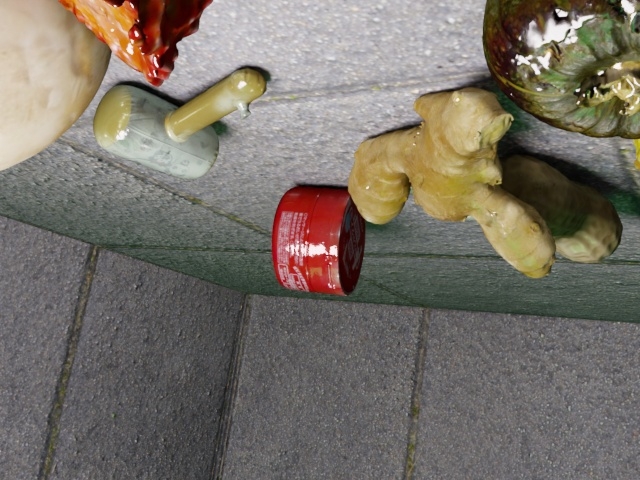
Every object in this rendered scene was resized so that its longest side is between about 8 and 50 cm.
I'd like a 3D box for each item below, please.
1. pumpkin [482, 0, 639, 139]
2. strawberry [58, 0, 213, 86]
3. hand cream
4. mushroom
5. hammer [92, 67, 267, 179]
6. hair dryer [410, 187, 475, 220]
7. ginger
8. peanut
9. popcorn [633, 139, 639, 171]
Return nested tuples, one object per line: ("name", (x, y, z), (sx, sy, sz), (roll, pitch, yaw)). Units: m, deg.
("pumpkin", (0.254, -0.172, 0.550), (0.237, 0.159, 0.238), (13, 167, 3))
("strawberry", (-0.140, -0.249, 0.486), (0.234, 0.178, 0.234), (45, 168, 13))
("hand cream", (0.000, 0.000, 1.383), (0.149, 0.231, 0.230), (3, 167, 16))
("mushroom", (-0.367, -0.227, 0.660), (0.290, 0.292, 0.292), (43, 177, 16))
("hammer", (-0.185, -0.185, 0.993), (0.305, 0.113, 0.201), (-14, 159, 41))
("hair dryer", (0.219, -0.086, 1.290), (0.167, 0.068, 0.199), (21, 180, -12))
("ginger", (0.165, -0.113, 0.973), (0.363, 0.122, 0.348), (31, 156, 37))
("peanut", (0.382, -0.055, 1.095), (0.298, 0.120, 0.136), (22, -155, -34))
("popcorn", (0.434, -0.111, 0.819), (0.120, 0.116, 0.106), (14, -175, -21))
